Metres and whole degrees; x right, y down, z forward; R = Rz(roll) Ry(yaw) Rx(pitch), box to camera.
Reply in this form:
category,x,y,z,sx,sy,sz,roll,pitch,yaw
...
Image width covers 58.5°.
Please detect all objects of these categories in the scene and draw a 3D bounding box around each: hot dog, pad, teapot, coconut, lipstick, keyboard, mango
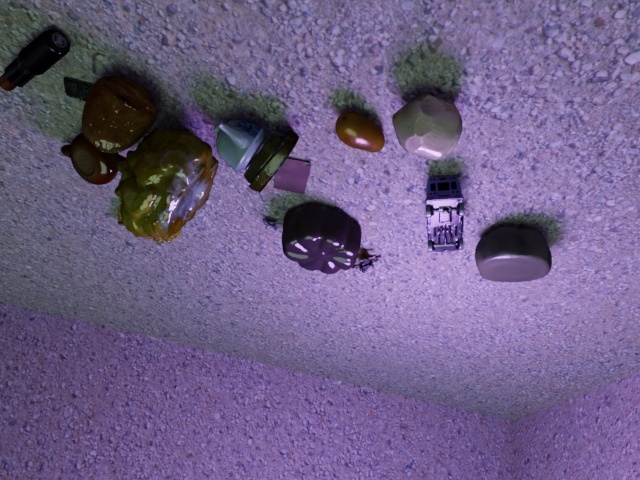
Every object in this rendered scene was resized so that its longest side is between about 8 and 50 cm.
category,x,y,z,sx,sy,sz,roll,pitch,yaw
hot dog,-0.596,-0.367,1.681,0.196,0.122,0.272,29,143,-23
pad,-0.097,-0.218,1.927,0.113,0.006,0.188,11,150,-3
teapot,-0.754,-0.283,1.907,0.251,0.135,0.178,18,118,22
coconut,0.280,-0.309,1.529,0.182,0.171,0.171,17,148,-17
teapot,-0.257,-0.300,1.718,0.158,0.159,0.232,14,175,-8
lipstick,-0.813,-0.498,1.603,0.299,0.081,0.081,-16,141,34
keyboard,-0.656,-0.433,1.720,0.230,0.023,0.072,14,146,-7
mango,0.120,-0.305,1.652,0.184,0.085,0.102,28,145,-36

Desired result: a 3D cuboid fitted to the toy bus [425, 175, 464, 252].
category,x,y,z,sx,sy,sz,roll,pitch,yaw
toy bus,0.410,-0.078,1.892,0.125,0.133,0.292,-3,144,11

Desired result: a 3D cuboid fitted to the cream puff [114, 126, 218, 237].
category,x,y,z,sx,sy,sz,roll,pitch,yaw
cream puff,-0.498,-0.192,1.765,0.275,0.378,0.378,33,146,0

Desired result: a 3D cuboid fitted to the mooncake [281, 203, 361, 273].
category,x,y,z,sx,sy,sz,roll,pitch,yaw
mooncake,0.000,0.000,2.116,0.305,0.154,0.306,5,148,3

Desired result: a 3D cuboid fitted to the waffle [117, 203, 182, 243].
category,x,y,z,sx,sy,sz,roll,pitch,yaw
waffle,-0.679,-0.075,2.276,0.290,0.051,0.291,7,147,5

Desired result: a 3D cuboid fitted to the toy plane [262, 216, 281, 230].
category,x,y,z,sx,sy,sz,roll,pitch,yaw
toy plane,-0.191,-0.064,2.175,0.078,0.031,0.083,-17,140,36

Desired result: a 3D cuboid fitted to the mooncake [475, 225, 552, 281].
category,x,y,z,sx,sy,sz,roll,pitch,yaw
mooncake,0.684,0.053,2.027,0.274,0.135,0.275,7,152,4

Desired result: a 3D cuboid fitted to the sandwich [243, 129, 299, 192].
category,x,y,z,sx,sy,sz,roll,pitch,yaw
sandwich,-0.145,-0.261,1.735,0.079,0.159,0.235,36,142,-10

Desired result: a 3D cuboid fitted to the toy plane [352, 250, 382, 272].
category,x,y,z,sx,sy,sz,roll,pitch,yaw
toy plane,0.178,0.103,2.313,0.135,0.062,0.188,-15,153,-10
